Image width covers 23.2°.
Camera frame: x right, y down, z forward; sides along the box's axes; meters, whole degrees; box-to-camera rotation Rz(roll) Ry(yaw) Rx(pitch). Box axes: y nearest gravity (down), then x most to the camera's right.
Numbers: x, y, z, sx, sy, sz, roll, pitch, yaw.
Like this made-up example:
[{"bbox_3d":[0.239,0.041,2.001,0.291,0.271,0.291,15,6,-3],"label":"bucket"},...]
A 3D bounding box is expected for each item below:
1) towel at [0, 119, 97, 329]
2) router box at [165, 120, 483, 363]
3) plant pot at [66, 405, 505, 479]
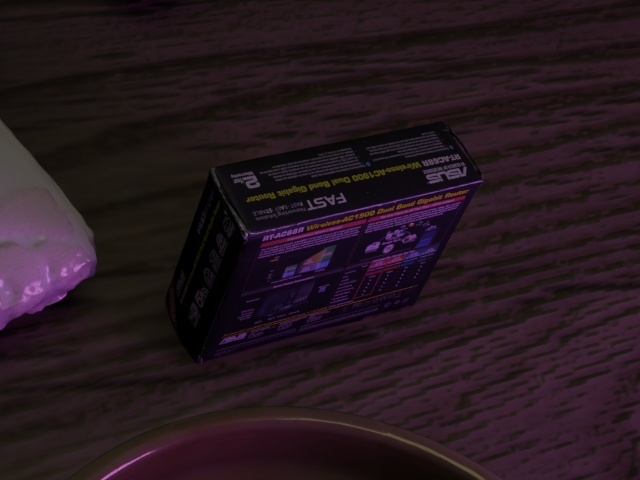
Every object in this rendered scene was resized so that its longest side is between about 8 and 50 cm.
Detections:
[{"bbox_3d":[-0.308,-0.029,0.613,0.332,0.053,0.317,-30,67,-37],"label":"towel"},{"bbox_3d":[0.000,0.000,0.682,0.122,0.092,0.038,-14,58,-30],"label":"router box"},{"bbox_3d":[-0.008,0.182,0.515,0.237,0.110,0.237,11,49,-12],"label":"plant pot"}]
